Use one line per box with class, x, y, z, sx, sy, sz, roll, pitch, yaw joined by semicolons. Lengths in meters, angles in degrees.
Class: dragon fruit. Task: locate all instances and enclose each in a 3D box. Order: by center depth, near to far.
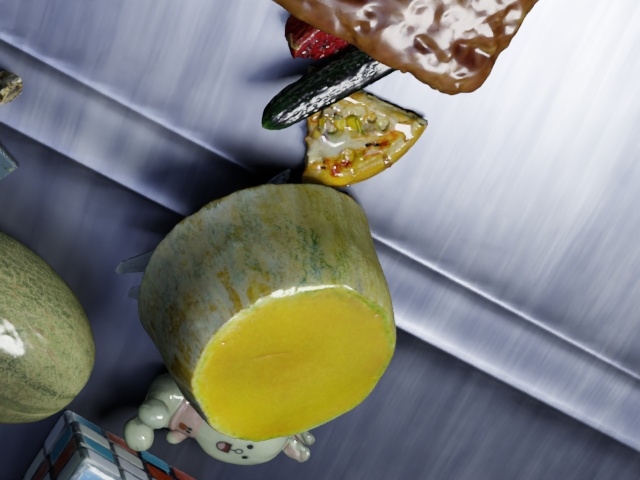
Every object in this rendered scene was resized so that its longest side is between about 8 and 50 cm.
dragon fruit;0.017;-0.286;1.708;0.097;0.063;0.131;2;140;-45

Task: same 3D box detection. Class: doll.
doll;-0.144;0.255;2.013;0.275;0.113;0.155;10;131;-13

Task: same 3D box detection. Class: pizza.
pizza;0.040;-0.154;1.790;0.185;0.036;0.176;-17;120;11

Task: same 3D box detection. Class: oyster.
oyster;-0.421;-0.187;1.767;0.083;0.081;0.038;-33;95;-16

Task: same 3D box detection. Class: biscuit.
biscuit;0.126;-0.381;1.546;0.343;0.166;0.395;27;110;-11

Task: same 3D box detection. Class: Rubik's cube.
Rubik's cube;-0.319;0.436;1.996;0.256;0.253;0.259;34;89;-17

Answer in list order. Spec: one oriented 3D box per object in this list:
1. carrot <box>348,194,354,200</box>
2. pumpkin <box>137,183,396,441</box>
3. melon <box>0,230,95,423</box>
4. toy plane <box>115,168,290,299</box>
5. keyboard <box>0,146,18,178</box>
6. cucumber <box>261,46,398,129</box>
carrot;0.000;-0.001;1.888;0.036;0.035;0.165;31;116;-16
pumpkin;-0.049;0.104;1.796;0.332;0.199;0.332;-17;135;-18
melon;-0.455;0.114;1.851;0.329;0.248;0.248;38;116;-23
toy plane;-0.124;0.010;1.865;0.267;0.088;0.212;-41;135;21
keyboard;-0.491;-0.076;1.866;0.176;0.014;0.055;-30;117;18
cucumber;0.019;-0.197;1.728;0.215;0.058;0.052;-29;132;2
